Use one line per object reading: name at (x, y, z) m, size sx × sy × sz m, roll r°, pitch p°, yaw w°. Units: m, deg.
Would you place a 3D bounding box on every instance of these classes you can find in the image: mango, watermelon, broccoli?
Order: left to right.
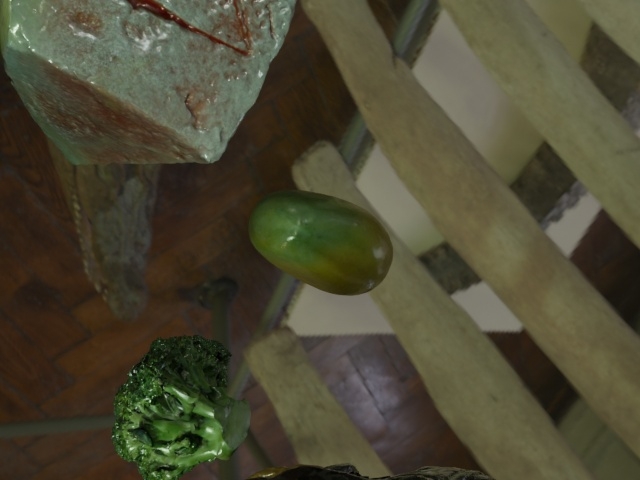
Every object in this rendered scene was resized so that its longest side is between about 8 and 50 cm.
watermelon at (-0.122, -0.169, 0.709) m, size 0.262 × 0.201 × 0.213 m, roll 110°, pitch 2°, yaw -72°
broccoli at (-0.160, 0.193, 1.095) m, size 0.195 × 0.156 × 0.195 m, roll 10°, pitch 78°, yaw -53°
mango at (0.000, 0.000, 0.922) m, size 0.092 × 0.130 × 0.194 m, roll -71°, pitch 160°, yaw -3°

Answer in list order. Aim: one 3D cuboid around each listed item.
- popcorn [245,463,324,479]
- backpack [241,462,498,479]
popcorn at (0.005, 0.526, 1.410) m, size 0.354 × 0.390 × 0.344 m, roll 37°, pitch 73°, yaw -21°
backpack at (0.055, 0.351, 0.823) m, size 0.445 × 0.255 × 0.363 m, roll -1°, pitch 111°, yaw -54°
